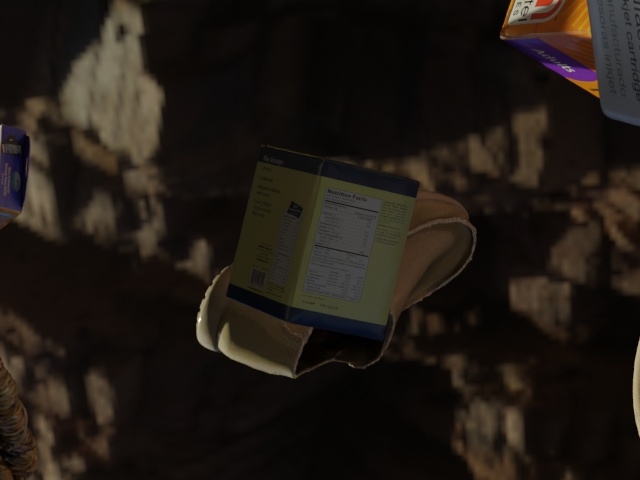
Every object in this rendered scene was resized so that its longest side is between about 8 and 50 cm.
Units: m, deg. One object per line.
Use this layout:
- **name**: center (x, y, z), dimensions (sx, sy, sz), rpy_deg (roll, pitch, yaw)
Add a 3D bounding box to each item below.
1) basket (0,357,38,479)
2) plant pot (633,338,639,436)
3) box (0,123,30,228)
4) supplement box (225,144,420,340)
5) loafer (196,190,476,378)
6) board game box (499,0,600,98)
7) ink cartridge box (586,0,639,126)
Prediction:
- **basket**: center (-0.288, 0.039, 1.212), dimensions (0.299, 0.223, 0.213), rpy_deg (50, -165, 22)
- **plant pot**: center (0.293, 0.086, 1.157), dimensions (0.180, 0.201, 0.201), rpy_deg (10, -157, -20)
- **box**: center (-0.296, -0.046, 1.753), dimensions (0.028, 0.081, 0.136), rpy_deg (12, 154, -29)
- **supplement box**: center (0.000, 0.000, 1.012), dimensions (0.056, 0.083, 0.083), rpy_deg (13, -178, -26)
- **loafer**: center (0.028, 0.042, 1.460), dimensions (0.268, 0.102, 0.092), rpy_deg (-23, -127, -40)
- **board game box**: center (0.421, -0.242, 1.467), dimensions (0.356, 0.356, 0.356), rpy_deg (26, 168, -33)
- **ink cartridge box**: center (0.213, -0.136, 0.731), dimensions (0.122, 0.211, 0.289), rpy_deg (-16, -163, -19)
